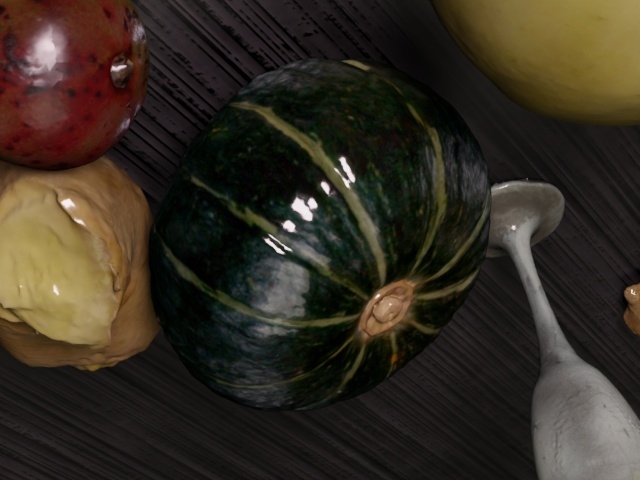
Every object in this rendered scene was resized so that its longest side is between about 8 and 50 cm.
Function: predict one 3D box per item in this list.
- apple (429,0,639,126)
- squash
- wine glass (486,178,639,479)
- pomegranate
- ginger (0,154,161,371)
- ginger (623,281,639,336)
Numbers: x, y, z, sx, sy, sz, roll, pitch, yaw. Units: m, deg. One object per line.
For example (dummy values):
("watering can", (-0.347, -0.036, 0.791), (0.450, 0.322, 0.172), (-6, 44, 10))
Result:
("apple", (0.178, -0.188, 0.905), (0.262, 0.262, 0.262), (-10, 144, -7))
("squash", (0.000, 0.000, 1.115), (0.252, 0.165, 0.252), (-30, 145, -24))
("wine glass", (0.205, 0.049, 1.177), (0.096, 0.309, 0.264), (-1, 142, -20))
("pomegranate", (-0.183, -0.102, 0.988), (0.159, 0.129, 0.129), (-8, 145, 4))
("ginger", (-0.179, 0.013, 1.127), (0.138, 0.152, 0.267), (-5, 165, 0))
("ginger", (0.381, 0.012, 1.400), (0.288, 0.075, 0.089), (-30, 120, 27))
